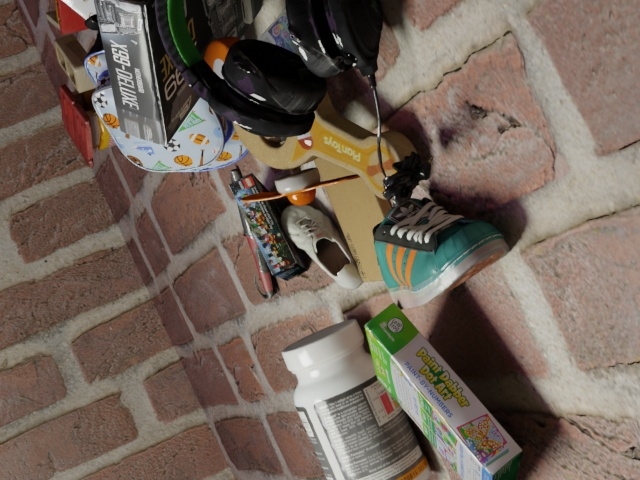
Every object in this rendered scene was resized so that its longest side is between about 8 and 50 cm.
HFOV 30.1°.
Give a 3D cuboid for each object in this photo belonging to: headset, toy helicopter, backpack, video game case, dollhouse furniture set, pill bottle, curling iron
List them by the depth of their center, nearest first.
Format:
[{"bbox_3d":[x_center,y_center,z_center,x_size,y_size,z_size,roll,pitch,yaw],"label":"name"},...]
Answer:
[{"bbox_3d":[-0.026,-0.204,1.355,0.394,0.243,0.185,45,-154,-4],"label":"headset"},{"bbox_3d":[-0.016,-0.266,1.481,0.011,0.122,0.087,16,-147,-55],"label":"video game case"},{"bbox_3d":[-0.007,-0.127,1.553,0.355,0.140,0.235,30,127,42],"label":"toy helicopter"},{"bbox_3d":[-0.214,-0.224,1.855,0.263,0.276,0.213,60,-143,-48],"label":"backpack"},{"bbox_3d":[0.052,0.277,1.890,0.279,0.162,0.162,67,162,-2],"label":"pill bottle"},{"bbox_3d":[-0.131,-0.007,2.242,0.068,0.035,0.274,34,144,58],"label":"curling iron"},{"bbox_3d":[-0.407,-0.350,2.341,0.152,0.201,0.374,51,151,38],"label":"dollhouse furniture set"}]

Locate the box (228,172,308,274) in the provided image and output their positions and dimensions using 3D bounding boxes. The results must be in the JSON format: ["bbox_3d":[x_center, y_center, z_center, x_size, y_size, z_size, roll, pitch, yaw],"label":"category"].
[{"bbox_3d":[-0.082,-0.017,1.958,0.159,0.044,0.233,64,-178,5],"label":"box"}]

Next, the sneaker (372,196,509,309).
[{"bbox_3d":[0.124,0.005,1.422,0.121,0.108,0.302,60,163,2],"label":"sneaker"}]

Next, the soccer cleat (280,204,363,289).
[{"bbox_3d":[0.000,0.000,1.816,0.196,0.068,0.076,45,-178,34],"label":"soccer cleat"}]

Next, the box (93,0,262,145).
[{"bbox_3d":[-0.178,-0.316,1.569,0.076,0.307,0.242,18,143,15],"label":"box"}]

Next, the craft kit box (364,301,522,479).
[{"bbox_3d":[0.160,0.223,1.555,0.247,0.061,0.250,46,169,20],"label":"craft kit box"}]

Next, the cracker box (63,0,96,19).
[{"bbox_3d":[-0.358,-0.443,1.958,0.232,0.156,0.067,38,-169,-31],"label":"cracker box"}]

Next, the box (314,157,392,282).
[{"bbox_3d":[0.061,-0.038,1.680,0.201,0.021,0.164,68,160,-4],"label":"box"}]
